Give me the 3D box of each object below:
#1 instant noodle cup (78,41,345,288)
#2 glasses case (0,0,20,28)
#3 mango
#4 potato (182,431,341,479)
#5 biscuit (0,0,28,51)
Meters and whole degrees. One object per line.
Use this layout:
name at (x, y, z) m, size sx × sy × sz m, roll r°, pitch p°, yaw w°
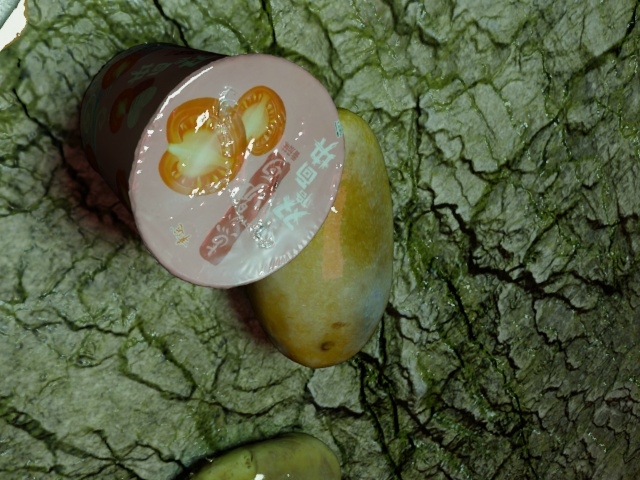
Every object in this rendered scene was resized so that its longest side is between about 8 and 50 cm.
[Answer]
instant noodle cup at (-0.133, -0.105, 0.805) m, size 0.242 × 0.231 × 0.243 m, roll -17°, pitch 122°, yaw -30°
glasses case at (-0.297, -0.282, 0.695) m, size 0.071 × 0.047 × 0.205 m, roll 38°, pitch 78°, yaw -43°
mango at (0.000, 0.000, 0.972) m, size 0.221 × 0.198 × 0.384 m, roll -35°, pitch 139°, yaw -41°
potato at (-0.091, 0.403, 1.157) m, size 0.296 × 0.141 × 0.192 m, roll 8°, pitch 105°, yaw -36°
biscuit at (-0.359, -0.230, 0.712) m, size 0.140 × 0.023 × 0.118 m, roll -22°, pitch 118°, yaw -29°
